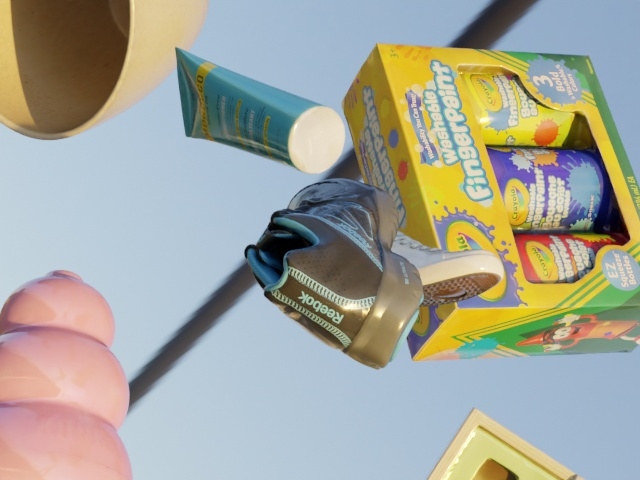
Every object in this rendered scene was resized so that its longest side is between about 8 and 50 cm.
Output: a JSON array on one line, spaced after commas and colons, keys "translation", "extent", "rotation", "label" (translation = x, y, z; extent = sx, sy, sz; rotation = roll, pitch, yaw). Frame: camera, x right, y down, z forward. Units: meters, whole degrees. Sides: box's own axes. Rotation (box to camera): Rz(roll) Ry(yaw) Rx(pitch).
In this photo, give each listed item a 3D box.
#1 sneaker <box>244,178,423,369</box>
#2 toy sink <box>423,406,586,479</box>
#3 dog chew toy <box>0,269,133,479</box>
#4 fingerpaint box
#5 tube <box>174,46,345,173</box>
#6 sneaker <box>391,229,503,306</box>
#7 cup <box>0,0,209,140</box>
[{"translation": [0.000, 0.000, 1.415], "extent": [0.140, 0.125, 0.341], "rotation": [25, 11, -17], "label": "sneaker"}, {"translation": [0.248, 0.338, 1.834], "extent": [0.234, 0.152, 0.131], "rotation": [34, -6, 7], "label": "toy sink"}, {"translation": [-0.298, 0.187, 1.578], "extent": [0.206, 0.207, 0.331], "rotation": [90, 3, -61], "label": "dog chew toy"}, {"translation": [0.268, -0.062, 2.098], "extent": [0.163, 0.371, 0.444], "rotation": [123, -40, -51], "label": "fingerpaint box"}, {"translation": [-0.060, -0.102, 1.168], "extent": [0.207, 0.052, 0.080], "rotation": [24, -60, 52], "label": "tube"}, {"translation": [0.098, 0.022, 1.813], "extent": [0.290, 0.123, 0.106], "rotation": [-12, -20, 39], "label": "sneaker"}, {"translation": [-0.277, -0.305, 1.824], "extent": [0.331, 0.237, 0.331], "rotation": [10, -73, 35], "label": "cup"}]
